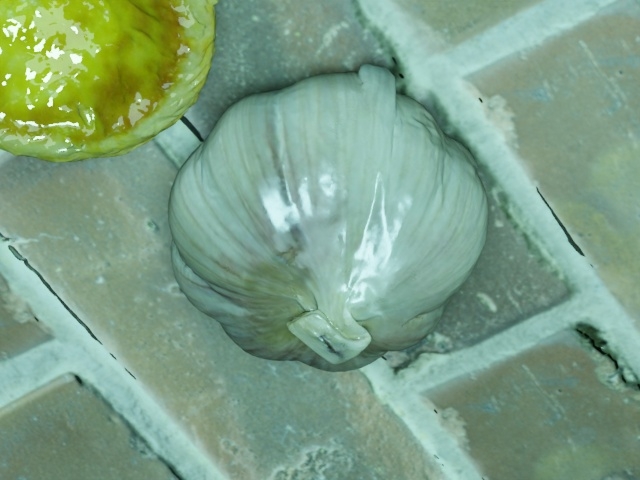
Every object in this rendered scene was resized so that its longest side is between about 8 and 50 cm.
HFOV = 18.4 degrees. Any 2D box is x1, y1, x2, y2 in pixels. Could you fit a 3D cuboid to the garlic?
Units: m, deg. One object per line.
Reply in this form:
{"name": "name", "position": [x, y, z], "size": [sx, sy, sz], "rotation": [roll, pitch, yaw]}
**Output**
{"name": "garlic", "position": [-0.001, -0.010, 1.905], "size": [0.322, 0.241, 0.322], "rotation": [4, 106, 14]}

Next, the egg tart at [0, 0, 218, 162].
{"name": "egg tart", "position": [-0.240, -0.226, 1.820], "size": [0.319, 0.128, 0.319], "rotation": [1, 125, 1]}
